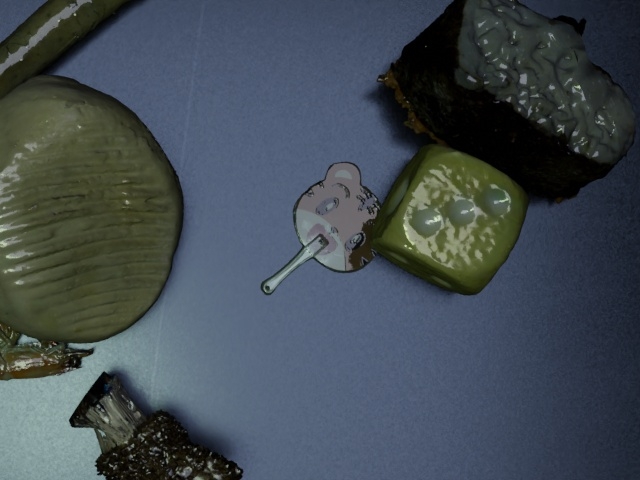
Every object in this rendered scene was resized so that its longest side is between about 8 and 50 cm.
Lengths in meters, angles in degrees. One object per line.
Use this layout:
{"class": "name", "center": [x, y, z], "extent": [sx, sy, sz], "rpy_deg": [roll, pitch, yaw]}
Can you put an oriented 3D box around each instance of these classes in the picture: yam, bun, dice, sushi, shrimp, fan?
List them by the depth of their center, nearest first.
{"class": "bun", "center": [-0.356, -0.033, 1.714], "extent": [0.326, 0.234, 0.362], "rpy_deg": [-43, 125, -34]}
{"class": "dice", "center": [0.182, -0.028, 1.806], "extent": [0.169, 0.169, 0.166], "rpy_deg": [28, 84, -6]}
{"class": "shrimp", "center": [-0.413, 0.153, 1.813], "extent": [0.180, 0.041, 0.099], "rpy_deg": [3, 72, -4]}
{"class": "yam", "center": [-0.357, -0.321, 1.818], "extent": [0.371, 0.083, 0.083], "rpy_deg": [-40, 91, -7]}
{"class": "sushi", "center": [0.282, -0.212, 1.819], "extent": [0.348, 0.207, 0.234], "rpy_deg": [34, 57, -14]}
{"class": "fan", "center": [0.000, 0.000, 1.870], "extent": [0.227, 0.008, 0.152], "rpy_deg": [-40, 92, -7]}

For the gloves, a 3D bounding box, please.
{"class": "gloves", "center": [-0.218, 0.314, 1.734], "extent": [0.135, 0.210, 0.312], "rpy_deg": [-35, 92, -29]}
